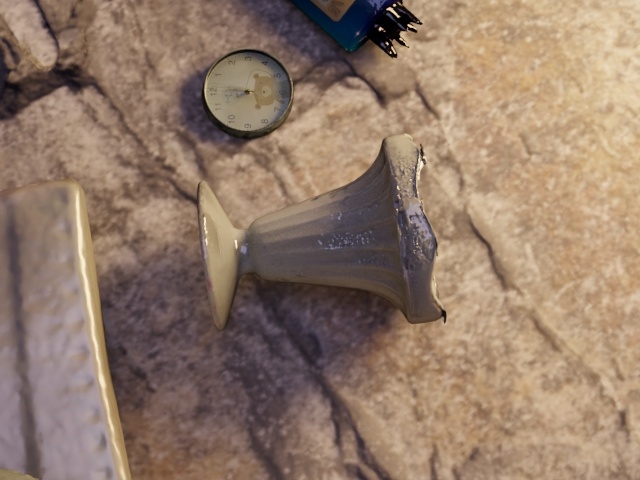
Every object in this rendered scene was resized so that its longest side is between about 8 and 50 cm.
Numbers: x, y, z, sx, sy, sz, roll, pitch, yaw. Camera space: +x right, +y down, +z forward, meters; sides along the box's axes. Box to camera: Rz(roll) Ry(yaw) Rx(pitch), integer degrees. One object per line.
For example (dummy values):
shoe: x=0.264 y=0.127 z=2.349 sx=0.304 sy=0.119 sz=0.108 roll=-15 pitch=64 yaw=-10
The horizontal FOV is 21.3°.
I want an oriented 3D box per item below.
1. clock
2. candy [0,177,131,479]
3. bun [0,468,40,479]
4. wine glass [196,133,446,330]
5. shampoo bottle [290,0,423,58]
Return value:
clock: x=-0.065 y=-0.134 z=1.532 sx=0.085 sy=0.017 sz=0.085 roll=1 pitch=75 yaw=-3
candy: x=-0.262 y=0.144 z=1.383 sx=0.208 sy=0.145 sz=0.358 roll=-11 pitch=75 yaw=-5
bun: x=-0.230 y=0.323 z=1.185 sx=0.355 sy=0.194 sz=0.354 roll=0 pitch=90 yaw=-4
wine glass: x=0.000 y=0.000 z=1.430 sx=0.197 sy=0.165 sz=0.164 roll=-7 pitch=75 yaw=-2
shampoo bottle: x=0.013 y=-0.240 z=1.544 sx=0.183 sy=0.050 sz=0.087 roll=42 pitch=99 yaw=8
